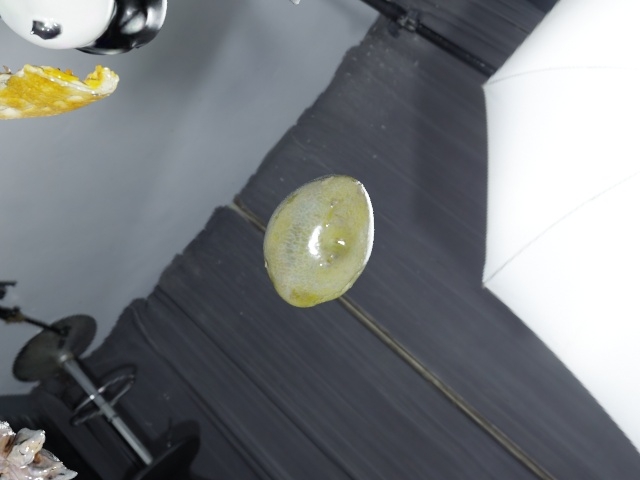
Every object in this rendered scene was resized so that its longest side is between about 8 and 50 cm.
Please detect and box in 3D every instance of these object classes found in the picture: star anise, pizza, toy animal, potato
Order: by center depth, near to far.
[{"bbox_3d":[-0.452,0.321,0.887,0.195,0.182,0.065,-39,-150,31],"label":"star anise"},{"bbox_3d":[0.000,0.000,0.999,0.178,0.160,0.235,5,118,-61],"label":"potato"},{"bbox_3d":[-0.480,-0.482,1.206,0.310,0.251,0.251,-30,152,-48],"label":"toy animal"},{"bbox_3d":[-0.593,-0.313,1.260,0.182,0.366,0.073,23,62,-65],"label":"pizza"}]

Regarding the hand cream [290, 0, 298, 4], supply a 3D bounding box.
[{"bbox_3d":[-0.039,-0.310,0.649,0.133,0.248,0.083,40,90,-26],"label":"hand cream"}]
